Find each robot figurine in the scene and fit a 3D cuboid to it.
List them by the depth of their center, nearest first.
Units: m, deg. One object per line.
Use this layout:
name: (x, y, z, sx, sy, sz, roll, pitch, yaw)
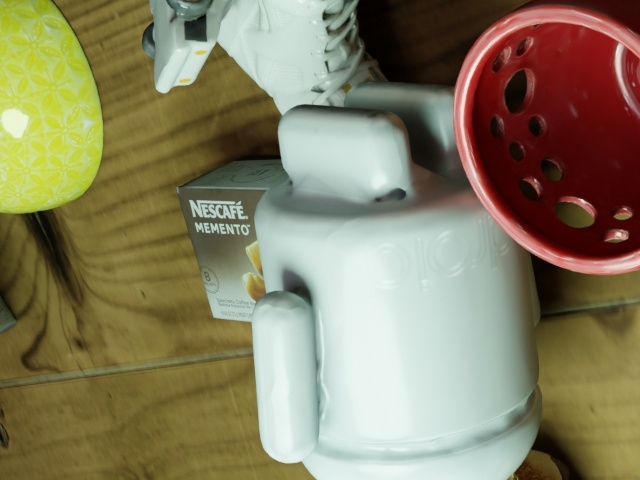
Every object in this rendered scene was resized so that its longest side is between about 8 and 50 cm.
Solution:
robot figurine: (0.062, 0.060, 1.152, 0.200, 0.300, 0.353, 12, 118, 48)

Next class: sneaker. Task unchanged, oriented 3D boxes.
sneaker: (0.016, -0.169, 1.218, 0.169, 0.108, 0.292, 52, 161, 3)

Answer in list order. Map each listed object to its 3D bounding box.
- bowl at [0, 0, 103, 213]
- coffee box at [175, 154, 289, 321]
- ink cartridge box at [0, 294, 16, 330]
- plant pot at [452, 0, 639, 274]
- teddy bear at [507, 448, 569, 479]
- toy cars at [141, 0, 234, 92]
bowl: (-0.388, -0.144, 1.621, 0.289, 0.156, 0.289, 25, 130, 34)
coffee box: (0.000, 0.000, 1.362, 0.246, 0.098, 0.141, 4, 115, 43)
ink cartridge box: (-0.464, -0.012, 1.724, 0.307, 0.072, 0.303, 59, 178, -4)
plant pot: (0.216, -0.094, 1.031, 0.191, 0.174, 0.191, 24, 129, 34)
teddy bear: (0.109, 0.212, 1.396, 0.338, 0.113, 0.245, -9, 100, 55)
toy cars: (-0.116, -0.268, 1.231, 0.394, 0.087, 0.176, -116, 31, -53)
